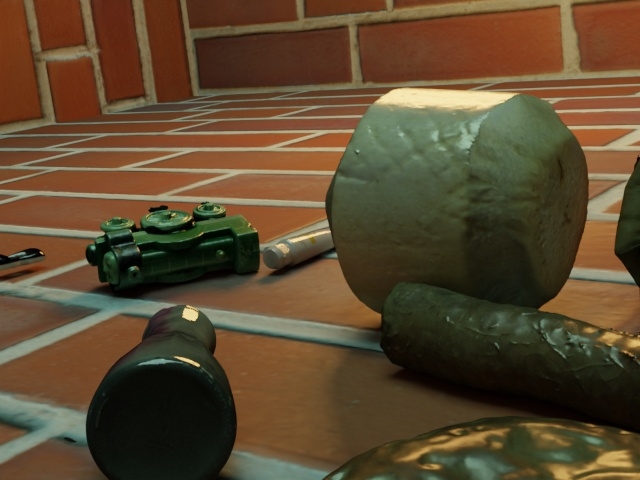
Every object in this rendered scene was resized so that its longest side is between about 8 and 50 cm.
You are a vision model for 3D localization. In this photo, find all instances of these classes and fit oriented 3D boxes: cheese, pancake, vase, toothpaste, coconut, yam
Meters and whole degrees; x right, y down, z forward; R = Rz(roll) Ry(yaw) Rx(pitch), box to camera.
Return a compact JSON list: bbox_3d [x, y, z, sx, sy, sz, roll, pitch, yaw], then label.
[{"bbox_3d":[-0.395,0.033,1.117,0.162,0.036,0.086,-18,15,-40],"label":"cheese"},{"bbox_3d":[0.087,0.137,0.459,0.223,0.042,0.236,-4,10,27],"label":"pancake"},{"bbox_3d":[-0.100,0.092,0.656,0.086,0.086,0.214,-7,9,-4],"label":"vase"},{"bbox_3d":[0.000,0.000,1.095,0.048,0.031,0.190,-1,11,34],"label":"toothpaste"},{"bbox_3d":[0.102,-0.030,0.812,0.222,0.202,0.202,5,17,36],"label":"coconut"},{"bbox_3d":[0.158,0.078,0.622,0.066,0.066,0.300,-18,18,-39],"label":"yam"}]

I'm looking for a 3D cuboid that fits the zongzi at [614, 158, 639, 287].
[{"bbox_3d":[0.311,0.034,0.543,0.256,0.115,0.228,19,-6,40],"label":"zongzi"}]

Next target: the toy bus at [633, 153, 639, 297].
[{"bbox_3d":[0.418,-0.019,0.744,0.329,0.142,0.153,-2,14,24],"label":"toy bus"}]

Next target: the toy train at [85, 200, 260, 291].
[{"bbox_3d":[-0.159,0.010,1.047,0.178,0.071,0.104,-10,25,-22],"label":"toy train"}]
